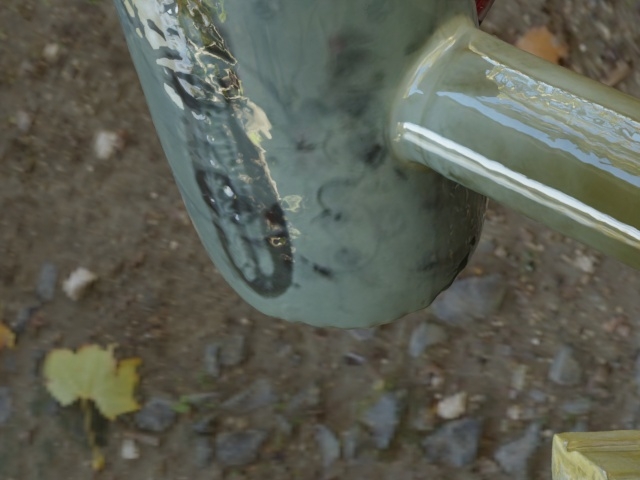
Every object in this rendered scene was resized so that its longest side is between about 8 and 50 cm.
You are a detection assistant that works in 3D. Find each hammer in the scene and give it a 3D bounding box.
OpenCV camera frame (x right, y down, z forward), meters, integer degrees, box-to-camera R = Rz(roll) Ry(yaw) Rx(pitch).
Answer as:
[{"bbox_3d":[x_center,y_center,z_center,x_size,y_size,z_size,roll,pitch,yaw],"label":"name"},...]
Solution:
[{"bbox_3d":[0.071,-0.027,0.454,0.305,0.202,0.113,25,60,32],"label":"hammer"}]

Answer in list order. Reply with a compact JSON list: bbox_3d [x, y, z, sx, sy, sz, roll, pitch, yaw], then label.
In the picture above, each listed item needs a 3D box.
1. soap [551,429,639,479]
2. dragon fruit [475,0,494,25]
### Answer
[{"bbox_3d":[0.259,0.135,0.882,0.252,0.092,0.037,1,102,-18],"label":"soap"},{"bbox_3d":[0.074,-0.232,1.228,0.161,0.274,0.126,-34,68,-14],"label":"dragon fruit"}]
